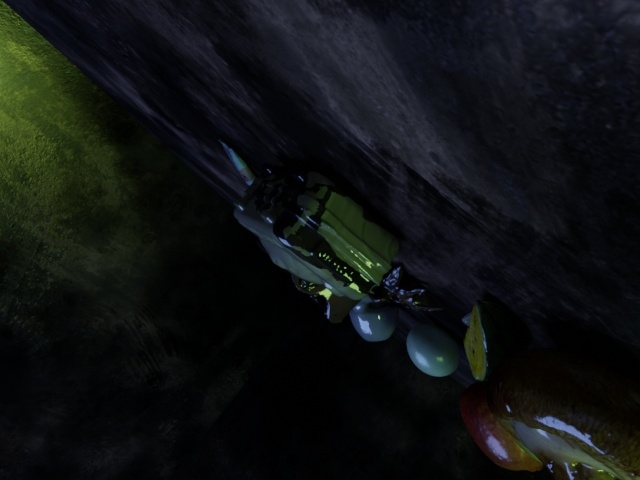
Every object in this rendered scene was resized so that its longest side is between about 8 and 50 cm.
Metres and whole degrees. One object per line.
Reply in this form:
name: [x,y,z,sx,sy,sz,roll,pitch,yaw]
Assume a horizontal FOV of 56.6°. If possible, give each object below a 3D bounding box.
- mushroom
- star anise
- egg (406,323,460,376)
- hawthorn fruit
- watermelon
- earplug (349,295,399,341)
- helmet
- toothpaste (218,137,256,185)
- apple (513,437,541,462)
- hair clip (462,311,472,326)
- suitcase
mushroom: [0.424,0.298,0.953,0.345,0.239,0.345,32,139,33]
star anise: [0.181,0.124,1.529,0.272,0.102,0.272,35,171,7]
egg: [0.359,0.348,1.892,0.192,0.149,0.149,45,172,-16]
hawthorn fruit: [0.481,0.439,1.469,0.262,0.258,0.258,34,172,41]
watermelon: [0.337,0.205,1.195,0.129,0.123,0.301,49,170,25]
earplug: [0.144,0.234,2.157,0.326,0.175,0.214,40,171,-13]
helmet: [0.002,0.063,1.668,0.338,0.197,0.271,49,179,-16]
toothpaste: [-0.235,-0.222,1.704,0.056,0.036,0.205,37,170,27]
apple: [0.463,0.351,1.199,0.200,0.200,0.200,38,173,5]
hair clip: [0.350,0.172,1.274,0.054,0.022,0.137,36,164,0]
suitcase: [0.000,0.000,1.261,0.339,0.194,0.351,39,174,-26]
